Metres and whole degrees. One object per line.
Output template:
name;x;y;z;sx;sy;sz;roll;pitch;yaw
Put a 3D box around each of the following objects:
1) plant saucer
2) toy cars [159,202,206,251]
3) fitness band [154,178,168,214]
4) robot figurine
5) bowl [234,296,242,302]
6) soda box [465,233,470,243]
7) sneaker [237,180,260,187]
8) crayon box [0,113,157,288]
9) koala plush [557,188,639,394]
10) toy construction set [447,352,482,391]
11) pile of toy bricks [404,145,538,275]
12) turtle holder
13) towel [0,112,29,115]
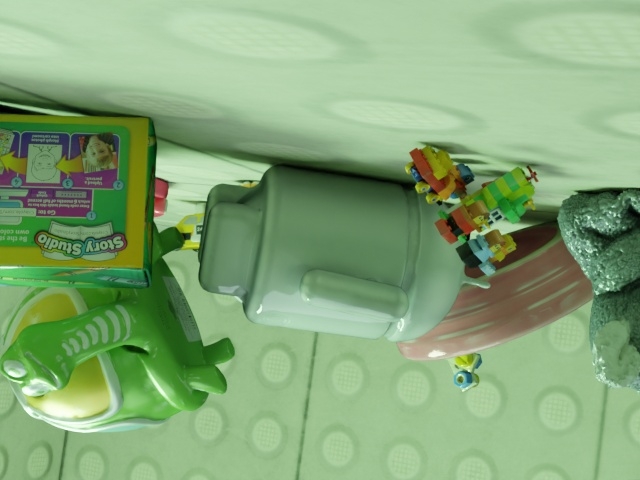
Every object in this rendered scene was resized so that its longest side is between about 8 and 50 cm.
plant saucer;0.250;0.059;1.595;0.332;0.084;0.332;-24;-172;3
toy cars;-0.167;-0.032;2.031;0.177;0.087;0.394;-1;177;-25
fitness band;-0.358;-0.084;1.866;0.209;0.054;0.291;11;175;-16
robot figurine;0.028;0.018;1.427;0.354;0.199;0.300;8;-157;-9
bowl;-0.031;0.062;1.889;0.298;0.134;0.298;-5;176;0
soda box;0.164;-0.022;1.669;0.060;0.053;0.169;6;176;31
sneaker;-0.044;-0.037;1.649;0.215;0.083;0.084;7;178;25
crayon box;-0.311;-0.040;1.168;0.279;0.165;0.081;1;163;-5
koala plush;0.356;0.063;1.271;0.203;0.221;0.196;6;177;25
toy construction set;0.215;0.118;2.207;0.328;0.215;0.151;35;-165;24
pile of toy bricks;0.176;-0.040;1.166;0.105;0.118;0.212;-33;152;12
turtle holder;-0.244;0.127;1.319;0.227;0.243;0.320;-23;-155;4
towel;-0.384;-0.128;1.389;0.243;0.040;0.336;7;179;-23
